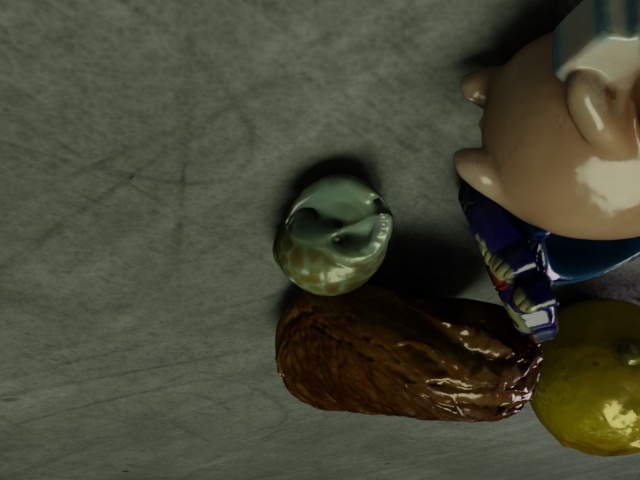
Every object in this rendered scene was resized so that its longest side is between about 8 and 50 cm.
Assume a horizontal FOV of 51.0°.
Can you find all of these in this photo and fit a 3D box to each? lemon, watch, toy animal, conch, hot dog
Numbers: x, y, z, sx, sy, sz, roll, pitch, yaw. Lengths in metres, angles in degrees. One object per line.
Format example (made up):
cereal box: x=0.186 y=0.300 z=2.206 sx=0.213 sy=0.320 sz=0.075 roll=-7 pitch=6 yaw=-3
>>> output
lemon: x=0.418 y=0.201 z=0.985 sx=0.233 sy=0.233 sz=0.288 roll=-9 pitch=149 yaw=7
watch: x=0.258 y=-0.018 z=0.693 sx=0.200 sy=0.171 sz=0.196 roll=-27 pitch=155 yaw=13
toy animal: x=0.256 y=-0.108 z=0.485 sx=0.213 sy=0.195 sz=0.256 roll=20 pitch=160 yaw=-18
conch: x=0.015 y=-0.003 z=0.722 sx=0.116 sy=0.106 sz=0.173 roll=23 pitch=124 yaw=-3
hot dog: x=0.100 y=0.141 z=0.873 sx=0.267 sy=0.174 sz=0.387 roll=10 pitch=165 yaw=-30
